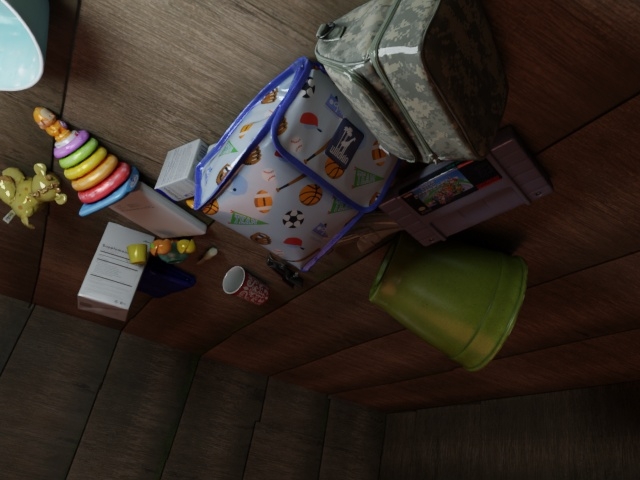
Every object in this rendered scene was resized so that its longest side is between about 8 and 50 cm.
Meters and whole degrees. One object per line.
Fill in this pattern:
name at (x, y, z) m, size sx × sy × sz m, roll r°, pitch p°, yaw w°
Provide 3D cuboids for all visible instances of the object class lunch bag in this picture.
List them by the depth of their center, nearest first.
lunch bag at (0.161, -0.283, 0.926) m, size 0.256 × 0.212 × 0.305 m, roll 9°, pitch 156°, yaw 43°
lunch bag at (-0.041, -0.162, 1.146) m, size 0.328 × 0.239 × 0.385 m, roll 33°, pitch 113°, yaw -32°

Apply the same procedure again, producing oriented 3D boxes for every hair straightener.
hair straightener at (-0.122, 0.113, 1.917) m, size 0.089 × 0.047 × 0.230 m, roll -6°, pitch 143°, yaw 29°

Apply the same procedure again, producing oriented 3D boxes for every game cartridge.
game cartridge at (0.339, -0.113, 1.239) m, size 0.355 × 0.068 × 0.230 m, roll -27°, pitch 139°, yaw 33°

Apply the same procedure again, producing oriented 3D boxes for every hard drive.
hard drive at (-0.539, -0.090, 1.656) m, size 0.203 × 0.040 × 0.307 m, roll -4°, pitch 155°, yaw 27°

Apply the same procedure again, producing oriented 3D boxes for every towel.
towel at (-0.698, 0.163, 2.194) m, size 0.308 × 0.076 × 0.228 m, roll -18°, pitch 147°, yaw 42°

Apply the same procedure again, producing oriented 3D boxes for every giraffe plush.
giraffe plush at (-0.880, -0.158, 1.598) m, size 0.171 × 0.210 × 0.181 m, roll -28°, pitch 137°, yaw 9°

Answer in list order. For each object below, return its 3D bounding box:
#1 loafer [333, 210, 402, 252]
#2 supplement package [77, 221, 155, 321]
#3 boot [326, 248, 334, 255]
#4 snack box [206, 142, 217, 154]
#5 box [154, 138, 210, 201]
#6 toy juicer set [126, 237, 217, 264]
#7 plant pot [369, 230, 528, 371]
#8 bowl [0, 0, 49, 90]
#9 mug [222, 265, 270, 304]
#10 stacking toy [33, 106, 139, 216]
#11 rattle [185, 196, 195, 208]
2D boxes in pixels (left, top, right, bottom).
loafer at (0.125, -0.022, 1.458) m, size 0.320 × 0.111 × 0.112 m, roll -6°, pitch 174°, yaw 18°
supplement package at (-0.741, 0.116, 1.879) m, size 0.175 × 0.292 × 0.177 m, roll 20°, pitch 150°, yaw -16°
boot at (0.000, 0.000, 1.660) m, size 0.114 × 0.037 × 0.106 m, roll 19°, pitch 138°, yaw -20°
snack box at (-0.132, -0.160, 1.394) m, size 0.187 × 0.060 × 0.322 m, roll -9°, pitch 145°, yaw 32°
box at (-0.354, -0.183, 1.367) m, size 0.137 × 0.126 × 0.072 m, roll -11°, pitch 146°, yaw 36°
toy juicer set at (-0.498, 0.025, 1.845) m, size 0.209 × 0.089 × 0.329 m, roll -20°, pitch 164°, yaw 35°
plant pot at (0.345, 0.142, 1.514) m, size 0.353 × 0.366 × 0.366 m, roll 24°, pitch 152°, yaw 2°
bowl at (-0.639, -0.447, 0.954) m, size 0.312 × 0.163 × 0.311 m, roll 10°, pitch 152°, yaw 5°
mug at (-0.292, 0.173, 2.048) m, size 0.113 × 0.150 × 0.169 m, roll -41°, pitch 136°, yaw 12°
stacking toy at (-0.651, -0.232, 1.394) m, size 0.166 × 0.175 × 0.301 m, roll -23°, pitch 124°, yaw 13°
rattle at (-0.356, -0.107, 1.502) m, size 0.130 × 0.142 × 0.200 m, roll 7°, pitch 151°, yaw -32°
